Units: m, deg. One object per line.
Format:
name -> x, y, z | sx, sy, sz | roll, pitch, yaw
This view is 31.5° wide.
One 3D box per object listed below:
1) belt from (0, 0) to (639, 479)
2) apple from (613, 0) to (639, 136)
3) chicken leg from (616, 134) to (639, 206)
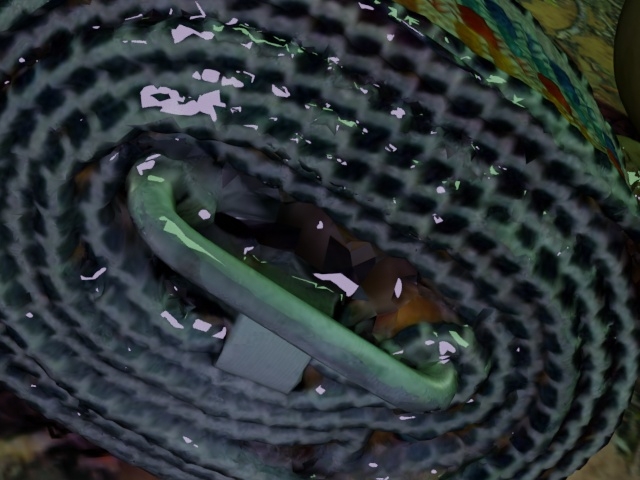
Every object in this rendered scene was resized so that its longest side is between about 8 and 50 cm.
belt -> 0.000, 0.000, 0.414 | 0.295, 0.207, 0.160 | 37, 26, -20
apple -> 0.374, -0.142, 0.852 | 0.292, 0.254, 0.292 | 22, 39, -19
chicken leg -> 0.219, 0.004, 0.698 | 0.125, 0.080, 0.196 | 28, 32, -28
